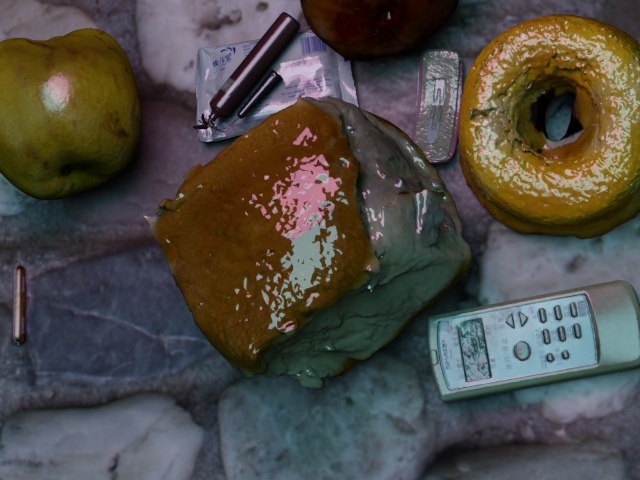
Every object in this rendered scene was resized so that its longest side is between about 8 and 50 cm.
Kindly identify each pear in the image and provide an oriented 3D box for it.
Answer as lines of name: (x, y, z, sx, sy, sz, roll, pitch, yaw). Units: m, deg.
pear: (-0.299, -0.148, 1.888, 0.200, 0.200, 0.200, -3, 75, 13)

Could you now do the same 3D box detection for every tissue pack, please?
tissue pack: (-0.056, -0.188, 1.921, 0.193, 0.026, 0.122, -11, 73, 11)

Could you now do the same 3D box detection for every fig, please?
fig: (0.036, -0.348, 1.863, 0.191, 0.190, 0.290, -30, 72, 5)

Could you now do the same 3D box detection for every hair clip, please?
hair clip: (0.133, -0.151, 1.867, 0.054, 0.022, 0.137, 2, 77, 15)

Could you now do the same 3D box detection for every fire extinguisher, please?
fire extinguisher: (-0.080, -0.185, 1.898, 0.049, 0.035, 0.173, 40, 87, -18)

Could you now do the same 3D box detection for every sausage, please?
sausage: (-0.357, 0.075, 1.935, 0.015, 0.015, 0.100, -6, 75, 12)

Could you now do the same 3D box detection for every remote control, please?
remote control: (0.233, 0.109, 1.768, 0.233, 0.038, 0.098, -11, 73, 12)

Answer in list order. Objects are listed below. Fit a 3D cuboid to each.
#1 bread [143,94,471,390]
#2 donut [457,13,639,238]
bread: (0.000, 0.000, 1.753, 0.279, 0.225, 0.250, -39, 64, 11)
donut: (0.264, -0.127, 1.788, 0.253, 0.118, 0.253, 0, 91, 14)
